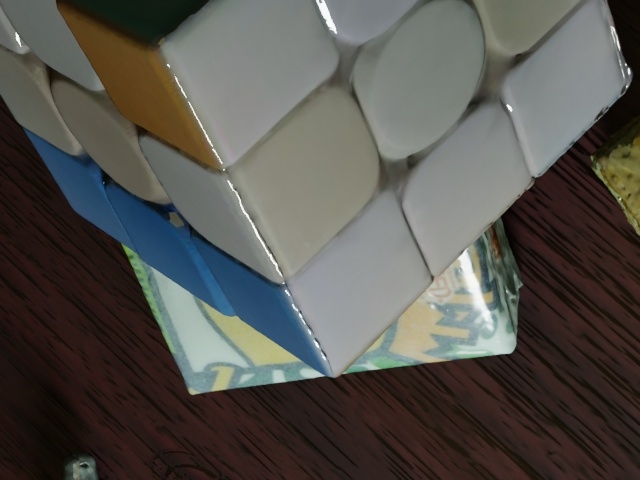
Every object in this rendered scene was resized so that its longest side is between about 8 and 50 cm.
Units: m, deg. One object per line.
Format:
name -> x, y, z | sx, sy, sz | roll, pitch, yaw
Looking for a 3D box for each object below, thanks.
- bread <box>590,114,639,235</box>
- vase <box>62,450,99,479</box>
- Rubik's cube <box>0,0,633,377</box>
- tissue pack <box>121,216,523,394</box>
bread -> 0.330, -0.073, 1.452 | 0.196, 0.102, 0.138 | -37, 76, 15
vase -> -0.218, 0.304, 1.639 | 0.060, 0.060, 0.211 | -8, 86, 17
Rubik's cube -> -0.035, -0.176, 1.261 | 0.346, 0.347, 0.344 | -43, 45, -19
tissue pack -> 0.000, 0.000, 1.495 | 0.311, 0.128, 0.228 | -8, 126, 18
